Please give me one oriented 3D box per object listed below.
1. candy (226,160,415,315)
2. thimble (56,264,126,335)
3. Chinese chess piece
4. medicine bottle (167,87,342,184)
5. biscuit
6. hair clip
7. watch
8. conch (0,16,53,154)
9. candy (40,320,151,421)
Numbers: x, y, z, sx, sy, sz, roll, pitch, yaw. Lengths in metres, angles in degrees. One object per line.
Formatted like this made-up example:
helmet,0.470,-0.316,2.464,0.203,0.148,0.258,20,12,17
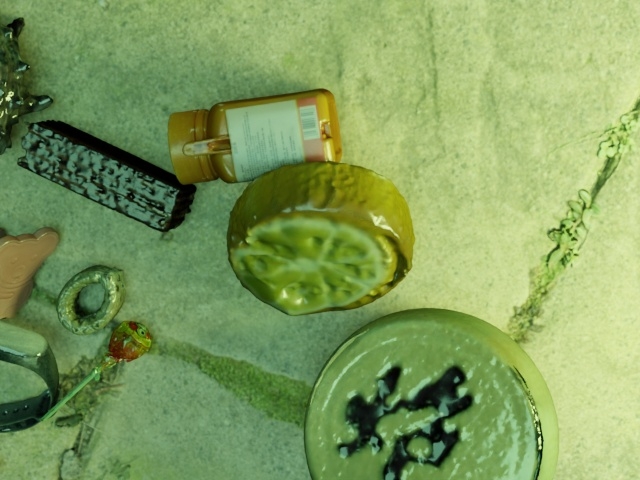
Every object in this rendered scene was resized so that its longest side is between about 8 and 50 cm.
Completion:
candy,0.000,0.000,1.491,0.260,0.260,0.118,-7,54,7
thimble,-0.332,0.084,1.621,0.110,0.062,0.084,-44,95,10
Chinese chess piece,0.147,0.266,1.516,0.350,0.146,0.349,-2,84,17
medicine bottle,-0.088,-0.140,1.521,0.222,0.149,0.112,-7,97,7
biscuit,-0.303,-0.095,1.571,0.252,0.106,0.070,25,99,1
hair clip,-0.447,0.049,1.608,0.102,0.123,0.138,-1,93,35
watch,-0.479,0.203,1.623,0.206,0.068,0.193,15,124,-8
conch,-0.540,-0.231,1.556,0.313,0.186,0.240,29,107,-18
candy,-0.329,0.193,1.617,0.201,0.060,0.060,-42,92,-6
